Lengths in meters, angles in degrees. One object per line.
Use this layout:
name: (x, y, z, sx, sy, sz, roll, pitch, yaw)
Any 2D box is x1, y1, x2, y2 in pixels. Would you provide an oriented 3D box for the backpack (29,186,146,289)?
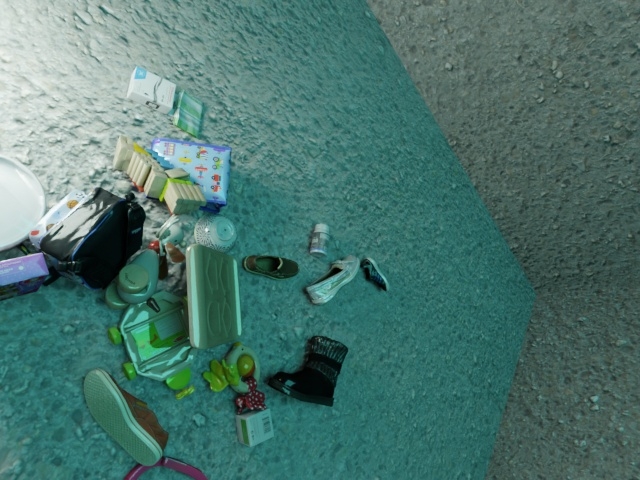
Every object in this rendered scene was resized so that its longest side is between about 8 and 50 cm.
backpack: (-0.650, 0.007, 1.152, 0.213, 0.263, 0.276, 25, 55, 10)

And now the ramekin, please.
ramekin: (-0.876, -0.086, 1.056, 0.273, 0.127, 0.272, 12, 68, -32)

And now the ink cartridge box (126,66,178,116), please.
ink cartridge box: (-0.589, -0.532, 1.469, 0.180, 0.060, 0.104, 16, 69, -37)

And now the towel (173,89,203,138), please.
towel: (-0.496, -0.479, 1.541, 0.113, 0.023, 0.152, 25, 63, -53)

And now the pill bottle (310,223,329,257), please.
pill bottle: (0.000, 0.000, 1.825, 0.078, 0.078, 0.137, 24, 64, -34)

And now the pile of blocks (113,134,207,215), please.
pile of blocks: (-0.538, -0.196, 1.344, 0.362, 0.112, 0.149, 41, 27, 9)

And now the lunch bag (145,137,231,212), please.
lunch bag: (-0.483, -0.239, 1.454, 0.293, 0.138, 0.221, 9, 75, -26)

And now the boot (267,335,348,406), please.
boot: (-0.043, 0.500, 1.624, 0.348, 0.131, 0.260, 34, 66, -42)

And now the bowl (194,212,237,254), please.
bowl: (-0.373, -0.029, 1.515, 0.170, 0.080, 0.170, 12, 71, -37)

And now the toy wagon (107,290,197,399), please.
toy wagon: (-0.506, 0.345, 1.317, 0.267, 0.068, 0.344, -22, 94, -41)

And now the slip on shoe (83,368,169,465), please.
slip on shoe: (-0.572, 0.511, 1.205, 0.331, 0.123, 0.101, 55, 19, -9)

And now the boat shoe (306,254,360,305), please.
boat shoe: (0.062, 0.157, 1.817, 0.320, 0.118, 0.103, -41, 111, -32)

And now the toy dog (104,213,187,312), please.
toy dog: (-0.507, 0.095, 1.278, 0.161, 0.220, 0.333, 42, 63, -14)

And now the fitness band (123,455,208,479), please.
fitness band: (-0.473, 0.791, 1.247, 0.291, 0.054, 0.209, 40, 59, -25)

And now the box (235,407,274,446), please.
box: (-0.236, 0.661, 1.453, 0.102, 0.087, 0.101, -5, 83, -40)

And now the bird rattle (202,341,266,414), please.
bird rattle: (-0.271, 0.481, 1.450, 0.253, 0.143, 0.207, 45, 38, -27)

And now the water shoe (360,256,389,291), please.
water shoe: (0.265, 0.181, 2.025, 0.080, 0.073, 0.203, -35, 99, -18)

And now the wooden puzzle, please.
wooden puzzle: (-0.370, 0.192, 1.380, 0.348, 0.081, 0.322, 40, 43, -77)

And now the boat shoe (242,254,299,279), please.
boat shoe: (-0.179, 0.107, 1.634, 0.257, 0.095, 0.095, 7, 75, -39)

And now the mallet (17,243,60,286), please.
mallet: (-0.814, 0.039, 1.156, 0.062, 0.039, 0.189, -40, 101, -38)

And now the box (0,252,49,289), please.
box: (-0.793, 0.109, 0.980, 0.201, 0.293, 0.057, -17, 88, -42)
